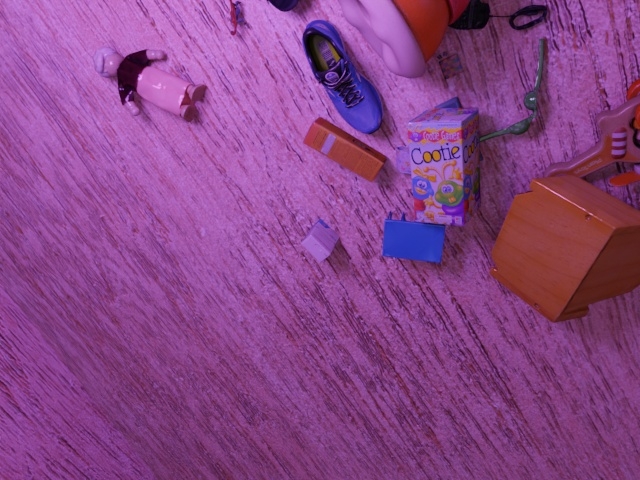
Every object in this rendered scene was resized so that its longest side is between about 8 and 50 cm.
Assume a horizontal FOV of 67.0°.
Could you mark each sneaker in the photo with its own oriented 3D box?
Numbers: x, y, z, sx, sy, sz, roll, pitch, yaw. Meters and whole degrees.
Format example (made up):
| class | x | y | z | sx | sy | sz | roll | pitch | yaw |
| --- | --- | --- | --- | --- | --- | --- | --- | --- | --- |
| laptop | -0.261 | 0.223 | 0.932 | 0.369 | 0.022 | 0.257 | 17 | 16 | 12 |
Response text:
| class | x | y | z | sx | sy | sz | roll | pitch | yaw |
| --- | --- | --- | --- | --- | --- | --- | --- | --- | --- |
| sneaker | 0.048 | -0.419 | 1.277 | 0.130 | 0.147 | 0.329 | -30 | 105 | 26 |

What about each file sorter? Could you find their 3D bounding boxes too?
| class | x | y | z | sx | sy | sz | roll | pitch | yaw |
| --- | --- | --- | --- | --- | --- | --- | --- | --- | --- |
| file sorter | 0.278 | -0.018 | 1.432 | 0.171 | 0.104 | 0.118 | 7 | 117 | 13 |

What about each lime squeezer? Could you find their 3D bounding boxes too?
| class | x | y | z | sx | sy | sz | roll | pitch | yaw |
| --- | --- | --- | --- | --- | --- | --- | --- | --- | --- |
| lime squeezer | 0.509 | -0.346 | 1.241 | 0.110 | 0.059 | 0.310 | 44 | 119 | 23 |

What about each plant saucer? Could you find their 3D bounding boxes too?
| class | x | y | z | sx | sy | sz | roll | pitch | yaw |
| --- | --- | --- | --- | --- | --- | --- | --- | --- | --- |
| plant saucer | 0.378 | -0.290 | 1.320 | 0.067 | 0.018 | 0.191 | -21 | 107 | 23 |

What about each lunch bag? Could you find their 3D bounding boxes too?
| class | x | y | z | sx | sy | sz | roll | pitch | yaw |
| --- | --- | --- | --- | --- | --- | --- | --- | --- | --- |
| lunch bag | 0.252 | -0.229 | 1.365 | 0.083 | 0.053 | 0.070 | 14 | 122 | 38 |

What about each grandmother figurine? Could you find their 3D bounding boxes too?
| class | x | y | z | sx | sy | sz | roll | pitch | yaw |
| --- | --- | --- | --- | --- | --- | --- | --- | --- | --- |
| grandmother figurine | -0.529 | -0.475 | 1.448 | 0.343 | 0.104 | 0.207 | 29 | 92 | 4 |

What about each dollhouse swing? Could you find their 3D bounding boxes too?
| class | x | y | z | sx | sy | sz | roll | pitch | yaw |
| --- | --- | --- | --- | --- | --- | --- | --- | --- | --- |
| dollhouse swing | 0.708 | -0.003 | 1.300 | 0.315 | 0.305 | 0.346 | 44 | 146 | 35 |

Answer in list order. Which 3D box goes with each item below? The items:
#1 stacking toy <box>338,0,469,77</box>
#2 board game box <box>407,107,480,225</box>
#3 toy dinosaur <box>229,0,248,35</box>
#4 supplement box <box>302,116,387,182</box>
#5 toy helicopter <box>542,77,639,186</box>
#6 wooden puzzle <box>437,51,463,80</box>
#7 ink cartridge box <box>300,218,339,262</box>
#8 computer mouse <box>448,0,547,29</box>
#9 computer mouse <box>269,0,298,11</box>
| class | x | y | z | sx | sy | sz | roll | pitch | yaw |
| --- | --- | --- | --- | --- | --- | --- | --- | --- | --- |
| stacking toy | 0.276 | -0.632 | 1.061 | 0.480 | 0.350 | 0.350 | -38 | 101 | 11 |
| board game box | 0.333 | -0.196 | 1.281 | 0.142 | 0.144 | 0.275 | 8 | 121 | 33 |
| toy dinosaur | -0.239 | -0.606 | 1.315 | 0.047 | 0.090 | 0.082 | 8 | 86 | 29 |
| supplement box | 0.072 | -0.260 | 1.387 | 0.234 | 0.078 | 0.080 | 29 | 120 | 1 |
| toy helicopter | 0.742 | -0.217 | 1.212 | 0.235 | 0.140 | 0.355 | 43 | 130 | -17 |
| wooden puzzle | 0.339 | -0.453 | 1.257 | 0.050 | 0.006 | 0.083 | -19 | 109 | 23 |
| ink cartridge box | 0.000 | 0.000 | 1.509 | 0.088 | 0.122 | 0.052 | 45 | 118 | -8 |
| computer mouse | 0.420 | -0.549 | 1.175 | 0.243 | 0.041 | 0.071 | 4 | 125 | 6 |
| computer mouse | -0.114 | -0.727 | 1.225 | 0.262 | 0.060 | 0.184 | 47 | 123 | 4 |
